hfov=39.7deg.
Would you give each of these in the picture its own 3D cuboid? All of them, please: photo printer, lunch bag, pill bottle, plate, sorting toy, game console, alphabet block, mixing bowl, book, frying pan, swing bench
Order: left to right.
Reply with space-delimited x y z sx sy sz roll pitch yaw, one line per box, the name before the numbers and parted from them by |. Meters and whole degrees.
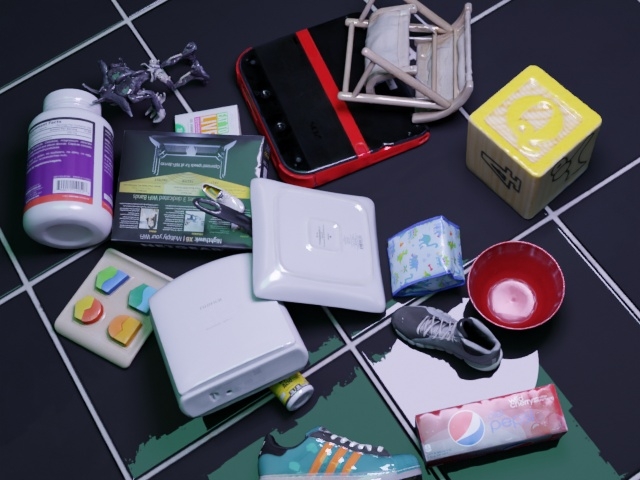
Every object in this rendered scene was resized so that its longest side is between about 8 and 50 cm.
pill bottle | -0.536 -0.156 1.901 0.182 0.181 0.322 -7 65 3
sorting toy | -0.423 0.135 1.834 0.193 0.038 0.208 25 71 16
book | -0.253 -0.250 1.996 0.144 0.035 0.096 -10 61 3
photo printer | -0.191 0.164 1.719 0.256 0.107 0.307 -24 46 -6
frying pan | -0.093 0.011 1.783 0.326 0.053 0.197 -2 71 -22
pill bottle | -0.073 0.269 1.718 0.065 0.065 0.116 -41 66 -12
plate | 0.000 0.000 1.761 0.278 0.045 0.277 9 55 -20
game console | 0.016 -0.319 1.987 0.342 0.060 0.386 -21 66 -9
swing bench | 0.188 -0.405 1.911 0.255 0.165 0.253 16 55 -13
lunch bag | 0.205 0.038 1.777 0.151 0.096 0.128 -18 61 31
mixing bowl | 0.376 0.103 1.722 0.182 0.098 0.181 -3 65 6
alphabet block | 0.425 -0.196 1.798 0.192 0.197 0.193 -41 68 -12

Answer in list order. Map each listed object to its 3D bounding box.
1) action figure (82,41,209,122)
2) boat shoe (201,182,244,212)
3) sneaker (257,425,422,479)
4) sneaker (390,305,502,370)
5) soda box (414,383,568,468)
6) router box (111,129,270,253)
action figure | -0.393 -0.347 1.997 0.276 0.141 0.164 -24 67 -22
boat shoe | -0.200 -0.087 1.801 0.100 0.035 0.035 35 85 12
sneaker | 0.031 0.396 1.624 0.302 0.108 0.121 -5 70 6
sneaker | 0.243 0.165 1.691 0.229 0.132 0.086 20 70 15
soda box | 0.310 0.342 1.630 0.264 0.083 0.092 -12 66 0
router box | -0.271 -0.102 1.874 0.309 0.081 0.242 4 79 8
